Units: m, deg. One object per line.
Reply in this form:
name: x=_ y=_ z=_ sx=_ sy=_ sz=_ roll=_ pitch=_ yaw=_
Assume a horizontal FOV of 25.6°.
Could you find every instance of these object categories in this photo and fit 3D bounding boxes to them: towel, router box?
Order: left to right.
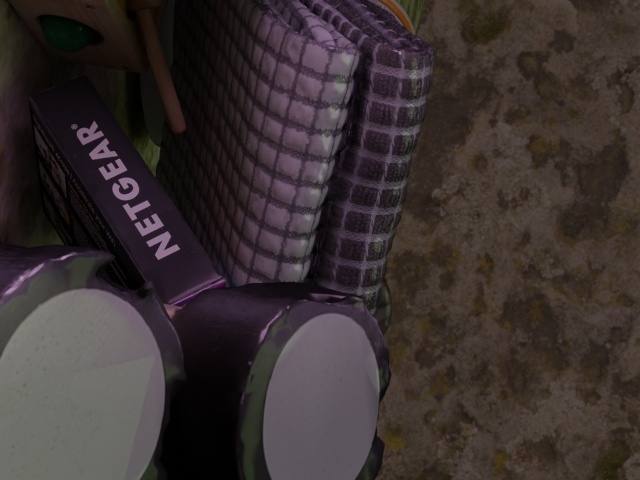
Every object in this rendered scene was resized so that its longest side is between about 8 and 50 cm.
router box: x=-0.125 y=0.001 z=0.909 sx=0.046 sy=0.179 sz=0.133 roll=-27 pitch=155 yaw=-20
towel: x=-0.025 y=-0.066 z=0.986 sx=0.284 sy=0.121 sz=0.235 roll=-125 pitch=-138 yaw=-59

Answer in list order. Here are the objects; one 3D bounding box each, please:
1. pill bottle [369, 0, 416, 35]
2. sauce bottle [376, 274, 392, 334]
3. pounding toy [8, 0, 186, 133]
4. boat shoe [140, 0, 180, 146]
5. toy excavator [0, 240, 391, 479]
pill bottle: x=0.003 y=-0.155 z=1.529 sx=0.278 sy=0.162 sz=0.162 roll=-67 pitch=165 yaw=-49
sauce bottle: x=0.000 y=0.000 z=1.538 sx=0.344 sy=0.111 sz=0.111 roll=-108 pitch=-157 yaw=-62
pounding toy: x=-0.130 y=-0.162 z=0.901 sx=0.130 sy=0.100 sz=0.141 roll=68 pitch=34 yaw=-73
boat shoe: x=-0.044 y=-0.244 z=1.144 sx=0.136 sy=0.156 sz=0.367 roll=-19 pitch=119 yaw=-79
toy excavator: x=-0.188 y=0.213 z=0.507 sx=0.433 sy=0.222 sz=0.445 roll=10 pitch=86 yaw=-54
